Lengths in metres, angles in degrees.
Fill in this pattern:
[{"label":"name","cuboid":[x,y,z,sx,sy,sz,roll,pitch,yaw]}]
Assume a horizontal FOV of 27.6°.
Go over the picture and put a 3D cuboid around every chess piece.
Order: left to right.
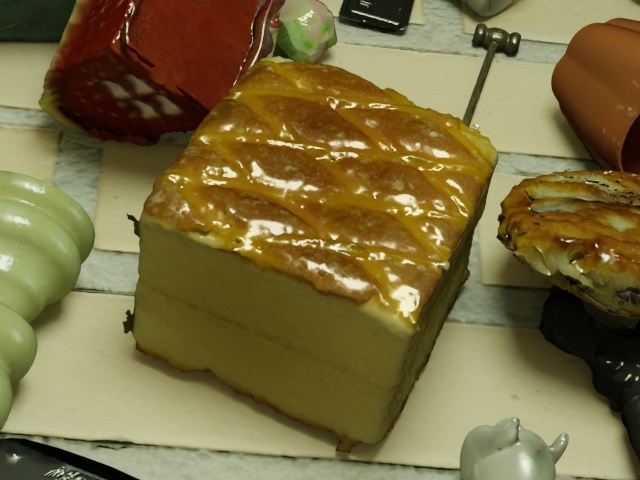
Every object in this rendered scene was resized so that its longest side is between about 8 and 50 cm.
[{"label":"chess piece","cuboid":[-0.306,0.076,1.162,0.144,0.144,0.251,12,52,2]}]

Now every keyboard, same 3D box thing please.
[{"label":"keyboard","cuboid":[0.084,-0.347,1.696,0.093,0.025,0.230,14,46,2]}]

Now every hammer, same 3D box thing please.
[{"label":"hammer","cuboid":[0.181,-0.160,1.534,0.058,0.029,0.292,15,48,9]}]

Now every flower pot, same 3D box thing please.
[{"label":"flower pot","cuboid":[0.362,-0.160,1.468,0.190,0.191,0.173,-14,38,-21]}]

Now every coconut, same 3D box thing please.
[{"label":"coconut","cuboid":[-0.018,-0.250,1.549,0.081,0.083,0.082,25,54,-13]}]

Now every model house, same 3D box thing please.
[{"label":"model house","cuboid":[-0.188,-0.218,1.373,0.254,0.160,0.196,-7,57,46]}]

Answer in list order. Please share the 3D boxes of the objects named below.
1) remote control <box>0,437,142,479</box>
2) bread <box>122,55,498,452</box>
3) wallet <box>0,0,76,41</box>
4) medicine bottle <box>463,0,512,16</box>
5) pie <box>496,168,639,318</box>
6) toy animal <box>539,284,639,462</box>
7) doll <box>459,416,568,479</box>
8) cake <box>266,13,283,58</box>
[{"label":"remote control","cuboid":[-0.113,0.266,1.046,0.398,0.062,0.145,19,45,7]},{"label":"bread","cuboid":[0.000,0.000,1.221,0.279,0.207,0.279,23,46,15]},{"label":"wallet","cuboid":[-0.445,-0.273,1.430,0.378,0.191,0.046,-3,69,-12]},{"label":"medicine bottle","cuboid":[0.184,-0.374,1.669,0.105,0.105,0.168,-31,68,-32]},{"label":"pie","cuboid":[0.301,-0.002,1.278,0.308,0.086,0.308,3,18,-1]},{"label":"toy animal","cuboid":[0.335,0.162,1.195,0.168,0.106,0.343,-13,43,-11]},{"label":"doll","cuboid":[0.157,0.298,1.037,0.188,0.099,0.384,21,46,-14]},{"label":"cake","cuboid":[-0.139,-0.288,1.560,0.116,0.086,0.220,-12,50,-23]}]
